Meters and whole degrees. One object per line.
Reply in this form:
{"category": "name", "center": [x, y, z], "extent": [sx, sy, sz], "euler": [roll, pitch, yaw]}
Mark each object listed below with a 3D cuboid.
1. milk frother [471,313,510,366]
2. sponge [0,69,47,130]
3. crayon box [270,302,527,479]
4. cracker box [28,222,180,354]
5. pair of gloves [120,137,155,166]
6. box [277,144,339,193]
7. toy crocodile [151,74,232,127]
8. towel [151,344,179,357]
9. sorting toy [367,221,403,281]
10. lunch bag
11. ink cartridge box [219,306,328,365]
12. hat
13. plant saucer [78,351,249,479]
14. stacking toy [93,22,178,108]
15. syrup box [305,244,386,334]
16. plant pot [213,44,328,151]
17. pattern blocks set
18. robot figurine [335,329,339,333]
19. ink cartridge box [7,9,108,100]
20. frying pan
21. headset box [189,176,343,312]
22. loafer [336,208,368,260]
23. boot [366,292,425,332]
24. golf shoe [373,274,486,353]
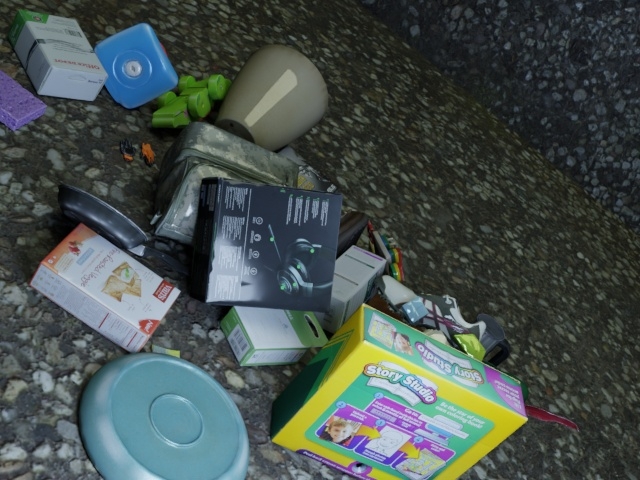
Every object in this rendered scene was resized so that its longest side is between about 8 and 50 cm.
{"category": "milk frother", "center": [0.389, 0.240, 2.183], "extent": [0.129, 0.135, 0.143], "euler": [24, 34, -25]}
{"category": "sponge", "center": [-0.697, -0.322, 1.873], "extent": [0.210, 0.031, 0.117], "euler": [37, 31, -3]}
{"category": "crayon box", "center": [0.140, 0.316, 1.649], "extent": [0.362, 0.313, 0.106], "euler": [27, 33, -19]}
{"category": "cracker box", "center": [-0.391, 0.087, 1.627], "extent": [0.232, 0.067, 0.156], "euler": [36, 31, -7]}
{"category": "pair of gloves", "center": [-0.419, -0.201, 2.028], "extent": [0.083, 0.010, 0.074], "euler": [11, 42, -34]}
{"category": "box", "center": [-0.069, -0.137, 2.268], "extent": [0.183, 0.056, 0.231], "euler": [40, 31, 1]}
{"category": "toy crocodile", "center": [-0.320, -0.346, 2.242], "extent": [0.115, 0.105, 0.340], "euler": [1, 27, 18]}
{"category": "towel", "center": [-0.282, 0.227, 1.615], "extent": [0.060, 0.009, 0.083], "euler": [21, 35, -26]}
{"category": "sorting toy", "center": [0.170, 0.055, 2.178], "extent": [0.046, 0.132, 0.274], "euler": [-13, 31, -6]}
{"category": "lunch bag", "center": [-0.203, -0.072, 1.913], "extent": [0.305, 0.212, 0.256], "euler": [23, 51, -22]}
{"category": "ink cartridge box", "center": [-0.091, 0.193, 1.809], "extent": [0.209, 0.062, 0.109], "euler": [4, 44, -44]}
{"category": "hat", "center": [0.453, 0.340, 2.034], "extent": [0.208, 0.183, 0.173], "euler": [30, 52, -25]}
{"category": "plant saucer", "center": [-0.250, 0.312, 1.496], "extent": [0.317, 0.044, 0.318], "euler": [26, 36, -21]}
{"category": "stacking toy", "center": [-0.447, -0.460, 2.220], "extent": [0.302, 0.165, 0.175], "euler": [-95, 160, -68]}
{"category": "syrup box", "center": [0.057, 0.108, 2.007], "extent": [0.096, 0.093, 0.237], "euler": [25, 31, 18]}
{"category": "plant pot", "center": [-0.152, -0.326, 2.282], "extent": [0.256, 0.256, 0.274], "euler": [38, 48, -2]}
{"category": "pattern blocks set", "center": [0.231, 0.294, 1.877], "extent": [0.285, 0.026, 0.325], "euler": [-40, 83, -18]}
{"category": "robot figurine", "center": [0.056, 0.240, 1.897], "extent": [0.101, 0.067, 0.115], "euler": [65, 30, -11]}
{"category": "ink cartridge box", "center": [-0.608, -0.426, 2.047], "extent": [0.153, 0.087, 0.208], "euler": [0, 47, -47]}
{"category": "frying pan", "center": [-0.399, -0.011, 1.742], "extent": [0.197, 0.053, 0.326], "euler": [20, -20, 31]}
{"category": "headset box", "center": [-0.100, 0.010, 1.774], "extent": [0.283, 0.246, 0.131], "euler": [5, 1, -22]}
{"category": "loafer", "center": [0.000, 0.000, 2.086], "extent": [0.130, 0.134, 0.366], "euler": [34, 30, 11]}
{"category": "boot", "center": [0.185, 0.244, 2.006], "extent": [0.280, 0.096, 0.264], "euler": [38, 35, 2]}
{"category": "golf shoe", "center": [0.245, 0.155, 1.997], "extent": [0.273, 0.120, 0.105], "euler": [41, 9, 10]}
